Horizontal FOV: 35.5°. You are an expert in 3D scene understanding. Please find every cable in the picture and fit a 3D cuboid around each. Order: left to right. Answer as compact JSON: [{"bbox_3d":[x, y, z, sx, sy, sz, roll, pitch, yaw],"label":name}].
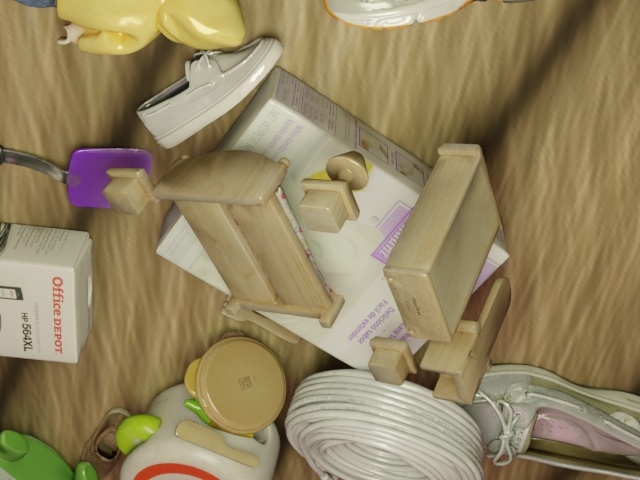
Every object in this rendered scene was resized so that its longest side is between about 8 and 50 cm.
[{"bbox_3d":[0.083,0.250,1.255,0.257,0.089,0.257,0,146,32],"label":"cable"}]

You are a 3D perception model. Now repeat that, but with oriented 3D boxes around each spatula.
[{"bbox_3d":[-0.346,-0.089,1.158,0.297,0.030,0.084,10,124,-5],"label":"spatula"}]

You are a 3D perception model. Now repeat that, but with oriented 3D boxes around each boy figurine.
[{"bbox_3d":[-0.208,-0.269,1.008,0.285,0.092,0.177,14,121,-8],"label":"boy figurine"}]

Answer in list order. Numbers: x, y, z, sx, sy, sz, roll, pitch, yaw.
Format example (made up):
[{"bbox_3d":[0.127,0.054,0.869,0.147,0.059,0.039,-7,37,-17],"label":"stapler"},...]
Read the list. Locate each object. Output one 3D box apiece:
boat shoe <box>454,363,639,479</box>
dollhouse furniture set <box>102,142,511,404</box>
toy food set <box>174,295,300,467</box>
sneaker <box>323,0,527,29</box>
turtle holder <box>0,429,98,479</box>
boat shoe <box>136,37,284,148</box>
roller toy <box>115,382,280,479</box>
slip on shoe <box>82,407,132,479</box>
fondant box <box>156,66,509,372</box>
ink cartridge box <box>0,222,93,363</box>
[{"bbox_3d":[0.302,0.246,1.302,0.321,0.103,0.118,13,121,-6],"label":"boat shoe"},{"bbox_3d":[0.000,0.000,1.089,0.356,0.173,0.303,6,139,31],"label":"dollhouse furniture set"},{"bbox_3d":[-0.105,0.179,1.251,0.132,0.192,0.038,29,151,-18],"label":"toy food set"},{"bbox_3d":[0.126,-0.289,0.993,0.263,0.099,0.121,-13,113,1],"label":"sneaker"},{"bbox_3d":[-0.438,0.392,1.369,0.228,0.243,0.320,-14,161,30],"label":"turtle holder"},{"bbox_3d":[-0.123,-0.172,1.087,0.184,0.066,0.063,-29,118,29],"label":"boat shoe"},{"bbox_3d":[-0.154,0.289,1.320,0.191,0.146,0.209,1,127,13],"label":"roller toy"},{"bbox_3d":[-0.298,0.291,1.386,0.051,0.041,0.135,25,119,-13],"label":"slip on shoe"},{"bbox_3d":[0.015,-0.008,1.160,0.330,0.096,0.238,31,118,-18],"label":"fondant box"},{"bbox_3d":[-0.387,0.061,1.220,0.203,0.086,0.148,6,122,-1],"label":"ink cartridge box"}]
